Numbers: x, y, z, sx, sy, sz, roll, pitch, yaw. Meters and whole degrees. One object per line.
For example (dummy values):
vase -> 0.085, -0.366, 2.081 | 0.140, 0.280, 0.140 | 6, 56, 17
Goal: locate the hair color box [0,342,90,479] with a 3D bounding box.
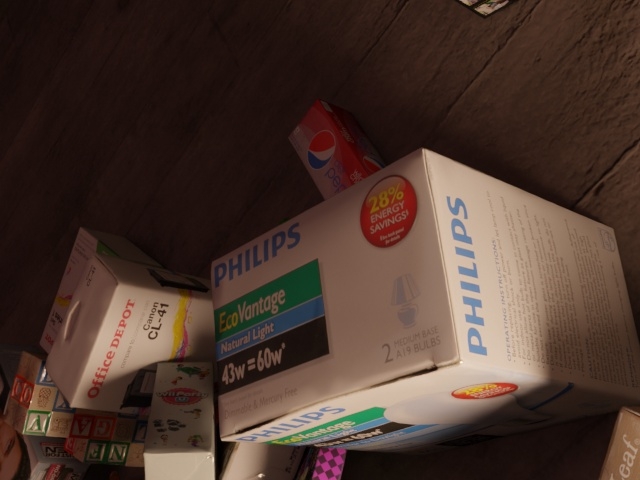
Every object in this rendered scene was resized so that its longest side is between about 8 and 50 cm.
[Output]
hair color box -> -0.612, 0.395, 1.787 | 0.374, 0.113, 0.185 | 46, 112, 44

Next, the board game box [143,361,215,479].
board game box -> -0.199, 0.337, 1.280 | 0.303, 0.097, 0.224 | -114, 25, -74

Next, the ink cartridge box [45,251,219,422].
ink cartridge box -> -0.266, 0.171, 1.465 | 0.131, 0.306, 0.226 | 33, 103, 48

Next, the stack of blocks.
stack of blocks -> -0.407, 0.308, 1.584 | 0.087, 0.297, 0.171 | 9, 84, 48

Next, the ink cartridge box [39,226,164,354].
ink cartridge box -> -0.461, 0.140, 1.832 | 0.201, 0.117, 0.278 | 28, 100, 48

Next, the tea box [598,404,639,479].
tea box -> 0.391, 0.341, 0.722 | 0.323, 0.220, 0.329 | 27, 108, 47

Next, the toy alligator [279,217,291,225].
toy alligator -> 0.000, 0.000, 1.425 | 0.189, 0.056, 0.051 | 14, 130, 47

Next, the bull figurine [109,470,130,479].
bull figurine -> -0.365, 0.559, 1.567 | 0.188, 0.101, 0.310 | -33, 46, -22

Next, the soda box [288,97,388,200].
soda box -> 0.047, -0.104, 1.377 | 0.092, 0.083, 0.263 | -51, 46, 24

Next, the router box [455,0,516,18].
router box -> 0.255, -0.383, 1.198 | 0.179, 0.133, 0.046 | -22, 63, 41

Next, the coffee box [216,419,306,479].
coffee box -> -0.088, 0.278, 1.311 | 0.246, 0.098, 0.141 | -136, 67, -80

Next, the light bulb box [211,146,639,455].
light bulb box -> 0.120, 0.103, 1.023 | 0.358, 0.361, 0.225 | -27, 59, 40

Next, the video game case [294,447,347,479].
video game case -> -0.008, 0.319, 1.205 | 0.232, 0.041, 0.210 | -70, 2, -58

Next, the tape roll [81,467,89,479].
tape roll -> -0.590, 0.411, 1.911 | 0.274, 0.090, 0.275 | -16, 67, 44
